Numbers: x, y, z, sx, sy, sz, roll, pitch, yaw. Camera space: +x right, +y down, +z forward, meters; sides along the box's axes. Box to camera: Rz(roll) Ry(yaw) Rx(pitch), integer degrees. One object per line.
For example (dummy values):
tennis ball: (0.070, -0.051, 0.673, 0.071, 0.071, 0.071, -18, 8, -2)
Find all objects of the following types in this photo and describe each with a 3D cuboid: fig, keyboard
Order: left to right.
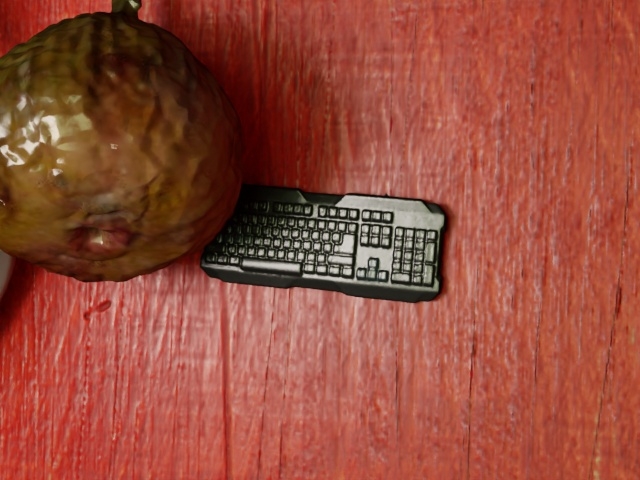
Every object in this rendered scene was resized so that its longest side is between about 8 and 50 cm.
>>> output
fig: (-0.203, -0.147, 1.671, 0.286, 0.286, 0.368, -9, 51, 22)
keyboard: (0.000, 0.000, 1.679, 0.262, 0.016, 0.106, 6, 92, 22)

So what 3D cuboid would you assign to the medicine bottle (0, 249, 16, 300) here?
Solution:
medicine bottle: (-0.498, -0.024, 1.758, 0.306, 0.245, 0.245, 35, 103, 28)
